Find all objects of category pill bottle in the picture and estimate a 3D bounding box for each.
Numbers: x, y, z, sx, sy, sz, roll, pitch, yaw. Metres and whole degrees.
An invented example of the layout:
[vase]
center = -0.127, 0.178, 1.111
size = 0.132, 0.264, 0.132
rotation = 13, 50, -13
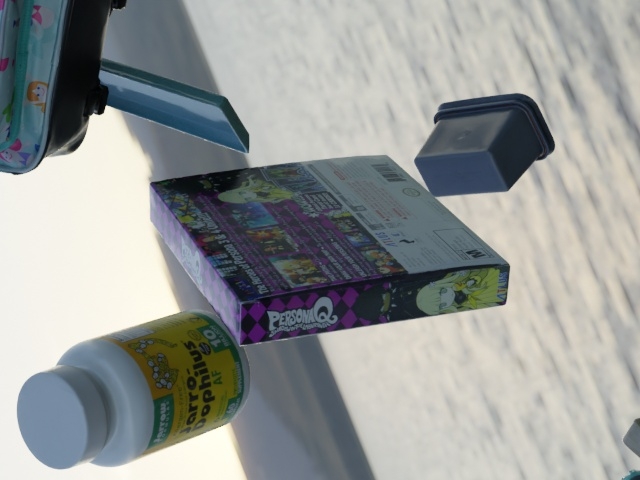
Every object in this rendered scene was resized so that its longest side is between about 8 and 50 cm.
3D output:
[pill bottle]
center = -0.169, 0.137, 1.489
size = 0.208, 0.118, 0.117
rotation = -14, -100, -52

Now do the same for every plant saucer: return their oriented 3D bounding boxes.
[plant saucer]
center = -0.142, -0.123, 1.418
size = 0.192, 0.018, 0.067
rotation = 21, 158, 33

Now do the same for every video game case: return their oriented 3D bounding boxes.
[video game case]
center = 0.000, 0.000, 1.259
size = 0.232, 0.210, 0.041
rotation = -133, 41, -57

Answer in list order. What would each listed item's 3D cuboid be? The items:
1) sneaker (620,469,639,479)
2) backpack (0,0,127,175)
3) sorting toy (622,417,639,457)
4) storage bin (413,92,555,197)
[sneaker]
center = 0.206, 0.220, 0.984
size = 0.065, 0.076, 0.166
rotation = 16, -108, -77
[backpack]
center = -0.315, -0.177, 1.343
size = 0.191, 0.254, 0.225
rotation = -29, -46, -67
[sorting toy]
center = 0.446, 0.210, 1.471
size = 0.255, 0.089, 0.257
rotation = -2, -144, -48
[storage bin]
center = 0.173, -0.091, 1.799
size = 0.135, 0.091, 0.098
rotation = -3, 127, 42
